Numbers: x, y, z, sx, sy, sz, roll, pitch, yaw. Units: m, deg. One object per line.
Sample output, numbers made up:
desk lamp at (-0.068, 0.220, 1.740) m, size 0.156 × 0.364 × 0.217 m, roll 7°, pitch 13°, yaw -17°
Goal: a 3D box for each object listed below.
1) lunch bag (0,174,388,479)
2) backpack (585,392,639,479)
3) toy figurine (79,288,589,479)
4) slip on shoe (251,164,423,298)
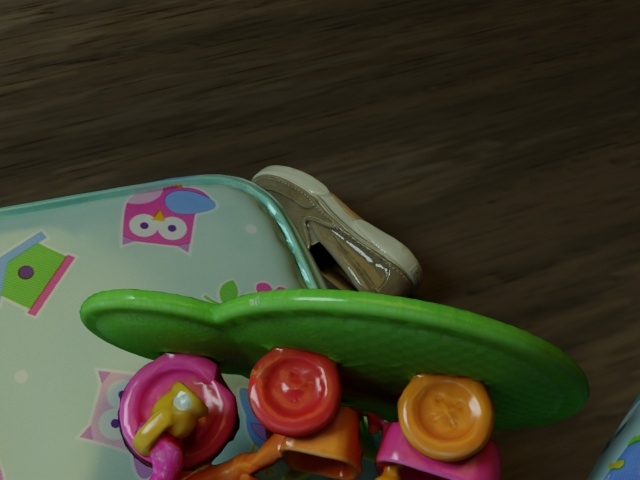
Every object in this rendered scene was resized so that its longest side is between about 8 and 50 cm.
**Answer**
lunch bag at (-0.069, 0.116, 0.435) m, size 0.224 × 0.108 × 0.279 m, roll -13°, pitch 65°, yaw -21°
backpack at (0.191, 0.162, 0.347) m, size 0.290 × 0.273 × 0.355 m, roll 11°, pitch 65°, yaw 16°
toy figurine at (-0.012, 0.108, 0.334) m, size 0.173 × 0.130 × 0.159 m, roll 9°, pitch 68°, yaw 6°
slip on shoe at (0.000, 0.000, 0.658) m, size 0.135 × 0.051 × 0.041 m, roll 36°, pitch 65°, yaw 26°
